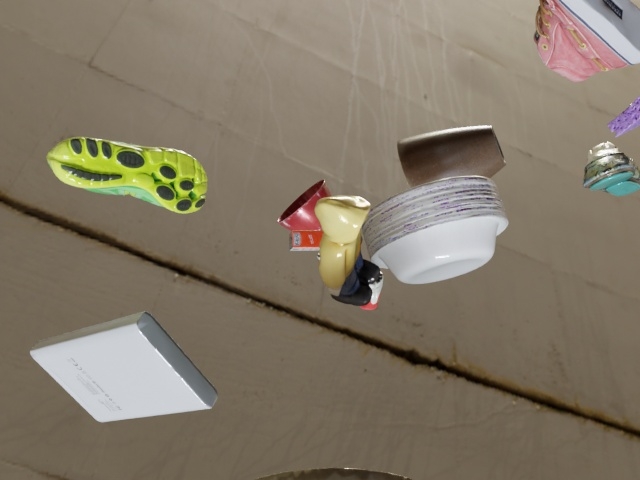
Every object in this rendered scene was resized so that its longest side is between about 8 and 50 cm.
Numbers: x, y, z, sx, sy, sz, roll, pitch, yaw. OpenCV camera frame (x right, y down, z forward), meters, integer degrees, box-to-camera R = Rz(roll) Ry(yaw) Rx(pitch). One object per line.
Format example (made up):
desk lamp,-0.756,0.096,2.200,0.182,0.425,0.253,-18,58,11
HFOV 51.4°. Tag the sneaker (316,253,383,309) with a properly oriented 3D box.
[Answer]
sneaker,0.071,0.108,1.834,0.108,0.118,0.279,-9,-156,-25

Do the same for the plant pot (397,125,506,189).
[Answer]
plant pot,0.344,-0.199,1.699,0.215,0.231,0.215,53,-154,-40

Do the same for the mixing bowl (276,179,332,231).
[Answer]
mixing bowl,-0.024,-0.078,1.883,0.098,0.181,0.181,47,-137,-12

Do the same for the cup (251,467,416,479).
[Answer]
cup,0.019,0.491,0.918,0.331,0.331,0.236,15,-133,-15

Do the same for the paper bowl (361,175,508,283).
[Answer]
paper bowl,0.233,-0.007,1.334,0.285,0.284,0.147,-3,-109,-29

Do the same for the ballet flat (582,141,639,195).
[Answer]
ballet flat,0.383,-0.098,0.886,0.070,0.070,0.188,52,-159,21

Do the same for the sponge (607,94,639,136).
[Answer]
sponge,0.571,-0.241,1.053,0.210,0.117,0.031,-27,-102,-7

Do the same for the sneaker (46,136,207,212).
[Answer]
sneaker,-0.327,-0.123,1.159,0.296,0.109,0.124,15,-178,-41

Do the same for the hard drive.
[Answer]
hard drive,-0.401,0.265,1.340,0.233,0.353,0.047,56,-141,-24

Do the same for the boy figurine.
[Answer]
boy figurine,0.050,0.001,1.150,0.092,0.285,0.177,15,-119,15

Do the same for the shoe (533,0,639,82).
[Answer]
shoe,0.217,-0.207,0.599,0.178,0.081,0.063,30,-115,-27

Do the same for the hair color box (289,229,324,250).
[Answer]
hair color box,0.000,0.000,1.570,0.141,0.072,0.043,-1,-96,-9
